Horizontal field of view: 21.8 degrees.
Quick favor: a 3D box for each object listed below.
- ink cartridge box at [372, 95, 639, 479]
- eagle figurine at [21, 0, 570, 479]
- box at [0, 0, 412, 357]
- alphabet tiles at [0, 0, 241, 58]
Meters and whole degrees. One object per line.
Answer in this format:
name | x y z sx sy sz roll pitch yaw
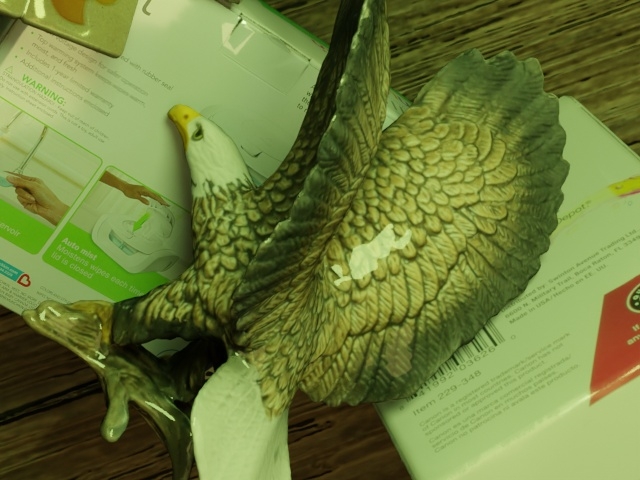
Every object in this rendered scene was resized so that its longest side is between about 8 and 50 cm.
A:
ink cartridge box | 0.140 0.061 1.031 0.226 0.306 0.131 -31 117 2
eagle figurine | -0.006 -0.009 0.896 0.298 0.226 0.225 -35 98 10
box | -0.103 -0.052 1.023 0.262 0.127 0.231 31 102 -23
alphabet tiles | -0.173 -0.265 0.889 0.342 0.011 0.285 20 72 -21
